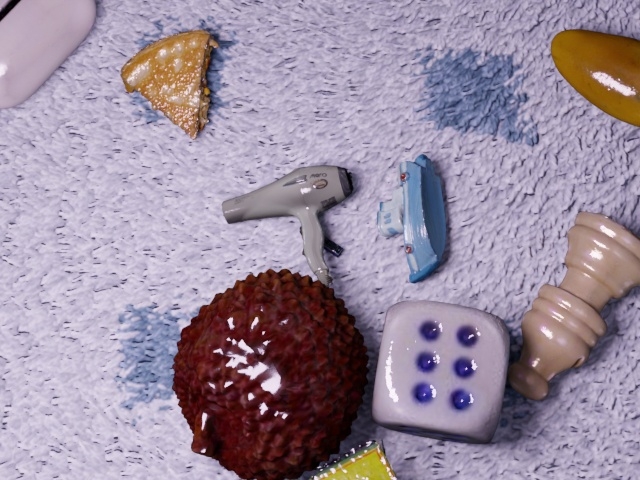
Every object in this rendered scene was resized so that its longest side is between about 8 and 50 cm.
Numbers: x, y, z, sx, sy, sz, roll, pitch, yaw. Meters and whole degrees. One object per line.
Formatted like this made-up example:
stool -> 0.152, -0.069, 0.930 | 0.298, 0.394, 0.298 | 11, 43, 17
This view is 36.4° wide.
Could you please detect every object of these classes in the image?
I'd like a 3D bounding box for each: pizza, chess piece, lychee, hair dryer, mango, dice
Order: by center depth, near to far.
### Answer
lychee -> -0.075, 0.205, 1.465 | 0.306, 0.306, 0.330 | 43, 53, 13
dice -> 0.182, 0.204, 1.499 | 0.194, 0.192, 0.193 | 10, 73, 7
chess piece -> 0.398, 0.114, 1.566 | 0.139, 0.124, 0.307 | 39, 81, -19
hair dryer -> -0.066, -0.027, 1.628 | 0.219, 0.088, 0.224 | 3, 65, 19
mango -> 0.511, -0.289, 1.673 | 0.253, 0.113, 0.138 | 37, 82, 19
pizza -> -0.248, -0.264, 1.723 | 0.188, 0.062, 0.198 | -20, 80, 9

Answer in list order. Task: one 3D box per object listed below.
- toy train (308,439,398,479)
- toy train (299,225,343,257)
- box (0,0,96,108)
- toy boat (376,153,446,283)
toy train -> 0.074, 0.409, 1.416 | 0.134, 0.261, 0.177 | -27, 61, -6
toy train -> 0.000, 0.000, 1.655 | 0.083, 0.017, 0.017 | 33, 63, 10
box -> -0.597, -0.416, 1.736 | 0.349, 0.141, 0.288 | 37, 77, 12
toy boat -> 0.151, -0.034, 1.637 | 0.102, 0.088, 0.215 | -16, 71, 34
